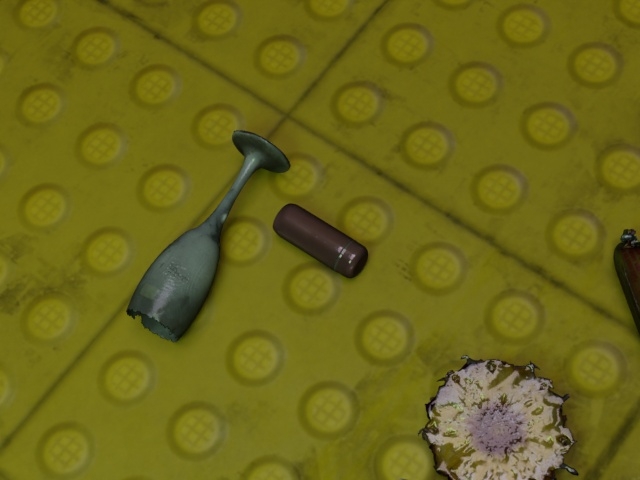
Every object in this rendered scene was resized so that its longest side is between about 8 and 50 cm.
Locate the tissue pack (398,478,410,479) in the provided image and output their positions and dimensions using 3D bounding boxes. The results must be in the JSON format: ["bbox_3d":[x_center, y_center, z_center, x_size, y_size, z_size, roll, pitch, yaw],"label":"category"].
[{"bbox_3d":[0.187,0.388,1.434,0.225,0.185,0.124,17,71,14],"label":"tissue pack"}]

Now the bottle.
[{"bbox_3d":[0.000,0.000,1.709,0.140,0.053,0.053,32,72,19],"label":"bottle"}]

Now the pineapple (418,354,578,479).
[{"bbox_3d":[0.235,0.252,1.573,0.221,0.047,0.221,-3,68,7],"label":"pineapple"}]

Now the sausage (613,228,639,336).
[{"bbox_3d":[0.464,0.146,1.581,0.082,0.082,0.371,-13,64,0],"label":"sausage"}]

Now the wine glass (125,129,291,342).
[{"bbox_3d":[-0.202,-0.053,1.650,0.096,0.264,0.309,13,64,43],"label":"wine glass"}]
